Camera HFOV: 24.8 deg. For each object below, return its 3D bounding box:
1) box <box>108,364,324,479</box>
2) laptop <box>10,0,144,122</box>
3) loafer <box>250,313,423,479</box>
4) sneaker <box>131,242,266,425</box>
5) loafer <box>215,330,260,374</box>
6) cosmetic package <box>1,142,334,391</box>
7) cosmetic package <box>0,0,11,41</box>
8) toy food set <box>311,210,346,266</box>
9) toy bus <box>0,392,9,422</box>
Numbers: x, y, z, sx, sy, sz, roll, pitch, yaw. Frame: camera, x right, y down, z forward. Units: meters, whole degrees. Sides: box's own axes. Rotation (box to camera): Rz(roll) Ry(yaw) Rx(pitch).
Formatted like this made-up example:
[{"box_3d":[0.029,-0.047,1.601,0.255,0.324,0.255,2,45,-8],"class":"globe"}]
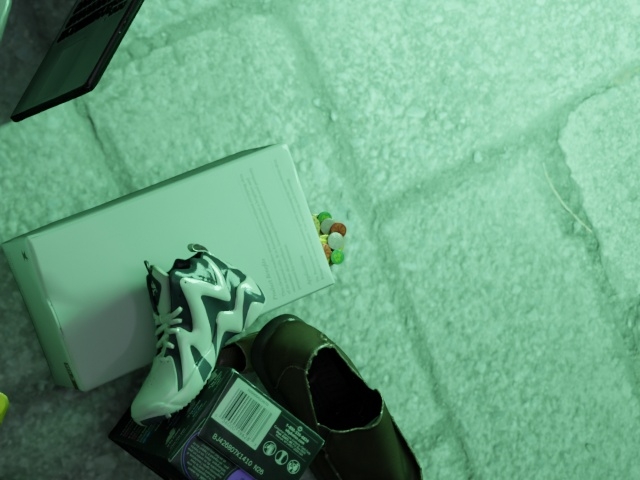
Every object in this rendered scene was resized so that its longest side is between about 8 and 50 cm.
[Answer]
[{"box_3d":[-0.141,0.259,1.895,0.165,0.270,0.143,41,73,-18],"class":"box"},{"box_3d":[-0.326,-0.389,1.763,0.236,0.382,0.408,31,77,-20],"class":"laptop"},{"box_3d":[0.037,0.264,2.035,0.134,0.130,0.366,-47,118,-18],"class":"loafer"},{"box_3d":[-0.189,0.103,1.808,0.153,0.094,0.235,47,74,-19],"class":"sneaker"},{"box_3d":[-0.106,0.162,2.033,0.148,0.050,0.056,-17,96,-23],"class":"loafer"},{"box_3d":[-0.201,0.031,1.939,0.385,0.156,0.217,-20,97,-22],"class":"cosmetic package"},{"box_3d":[-0.589,-0.130,1.668,0.327,0.329,0.393,18,82,-23],"class":"cosmetic package"},{"box_3d":[0.000,0.000,2.101,0.082,0.020,0.083,-4,90,-24],"class":"toy food set"},{"box_3d":[-0.509,0.230,1.732,0.220,0.149,0.211,23,63,-5],"class":"toy bus"}]
